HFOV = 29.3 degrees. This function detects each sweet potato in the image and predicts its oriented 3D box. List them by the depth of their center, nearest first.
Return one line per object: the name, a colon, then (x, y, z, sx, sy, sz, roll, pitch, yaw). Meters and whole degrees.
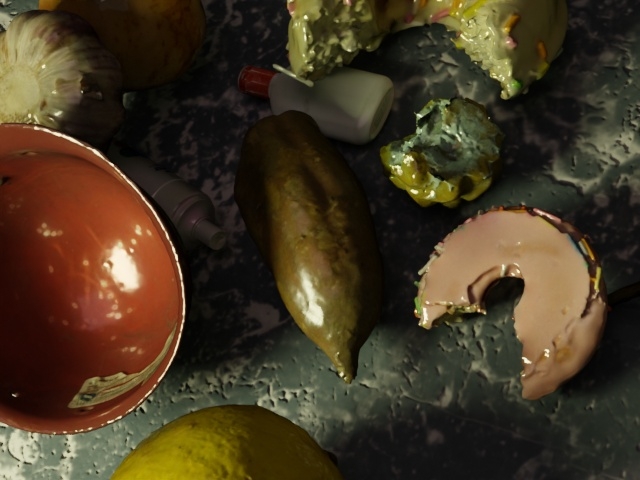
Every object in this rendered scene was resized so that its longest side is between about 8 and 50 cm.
sweet potato: (0.000, 0.000, 1.517, 0.157, 0.158, 0.370, -28, 56, 4)

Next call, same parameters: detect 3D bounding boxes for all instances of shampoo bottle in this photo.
shampoo bottle: (-0.245, -0.067, 1.669, 0.303, 0.092, 0.092, 30, 77, 31)
shampoo bottle: (-0.012, -0.199, 1.678, 0.221, 0.051, 0.108, 17, 72, 26)

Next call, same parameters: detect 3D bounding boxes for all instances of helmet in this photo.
helmet: (-0.312, 0.037, 1.537, 0.337, 0.230, 0.385, -42, 85, 12)

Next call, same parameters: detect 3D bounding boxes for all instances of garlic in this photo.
garlic: (-0.359, -0.184, 1.632, 0.245, 0.160, 0.245, -1, 88, 24)

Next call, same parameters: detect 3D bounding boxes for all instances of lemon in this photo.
lemon: (-0.103, 0.322, 1.302, 0.297, 0.297, 0.297, -8, 61, 15)

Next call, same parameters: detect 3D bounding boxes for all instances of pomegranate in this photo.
pomegranate: (-0.284, -0.320, 1.744, 0.248, 0.248, 0.248, -8, 61, 15)

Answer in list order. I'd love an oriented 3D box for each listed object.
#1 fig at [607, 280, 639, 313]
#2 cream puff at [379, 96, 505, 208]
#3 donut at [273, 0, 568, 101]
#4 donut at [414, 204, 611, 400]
fig: (0.462, 0.022, 1.365, 0.290, 0.190, 0.191, -55, 52, 31)
cream puff: (0.152, -0.105, 1.534, 0.156, 0.121, 0.156, -45, 18, 19)
donut: (0.142, -0.327, 1.612, 0.371, 0.150, 0.307, 8, 53, 19)
donut: (0.234, 0.061, 1.422, 0.233, 0.085, 0.199, 36, 97, 30)
